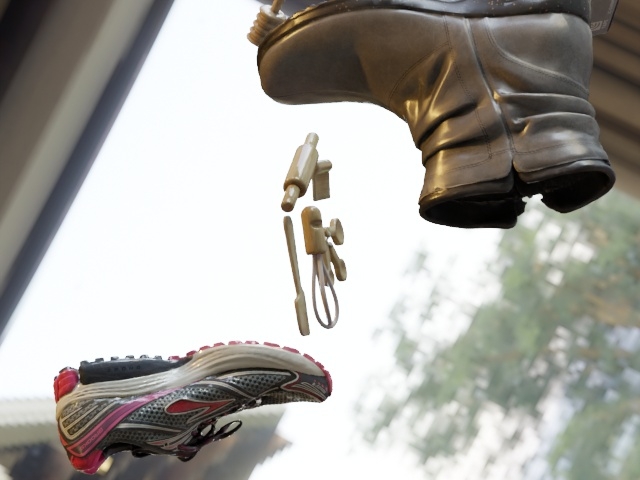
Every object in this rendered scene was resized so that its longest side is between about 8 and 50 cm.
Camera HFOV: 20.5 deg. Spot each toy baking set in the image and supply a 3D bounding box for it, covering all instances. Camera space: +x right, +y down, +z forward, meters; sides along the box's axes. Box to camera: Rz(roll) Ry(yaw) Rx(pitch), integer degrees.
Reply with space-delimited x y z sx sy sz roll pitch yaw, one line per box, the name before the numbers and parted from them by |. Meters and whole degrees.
toy baking set | -0.002 -0.007 2.120 0.256 0.030 0.196 -68 -37 -58

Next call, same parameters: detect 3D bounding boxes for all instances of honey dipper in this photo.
honey dipper | -0.030 -0.265 1.768 0.160 0.030 0.030 -63 -10 27

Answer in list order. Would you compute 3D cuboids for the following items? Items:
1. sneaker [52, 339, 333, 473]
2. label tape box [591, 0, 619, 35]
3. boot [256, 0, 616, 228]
sneaker | -0.134 0.180 1.911 0.121 0.299 0.112 89 172 -71
label tape box | 0.209 -0.376 2.425 0.106 0.334 0.240 97 158 -62
boot | 0.094 -0.115 1.631 0.118 0.338 0.222 48 -142 -56
